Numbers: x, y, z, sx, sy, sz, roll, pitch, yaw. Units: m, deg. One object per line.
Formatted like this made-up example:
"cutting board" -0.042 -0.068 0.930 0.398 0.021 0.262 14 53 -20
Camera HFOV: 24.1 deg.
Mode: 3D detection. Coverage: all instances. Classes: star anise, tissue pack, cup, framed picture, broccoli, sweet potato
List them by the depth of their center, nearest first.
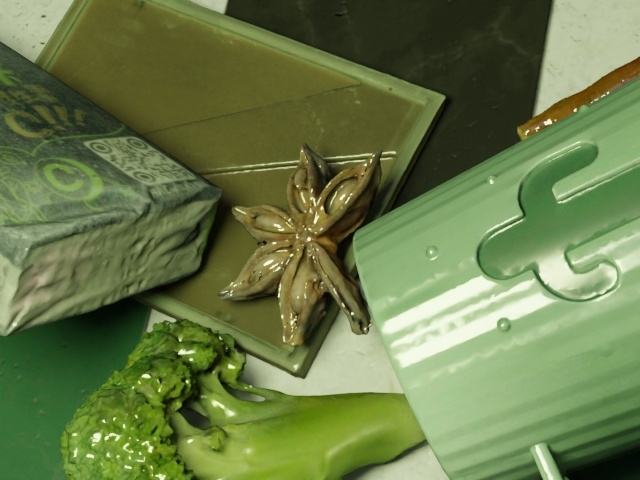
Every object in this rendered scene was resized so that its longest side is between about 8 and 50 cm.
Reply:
"cup" 0.261 0.055 1.235 0.392 0.310 0.401 -25 32 8
"broccoli" -0.101 0.197 1.379 0.254 0.186 0.302 41 42 24
"tissue pack" -0.327 -0.081 1.432 0.394 0.288 0.124 33 118 22
"star anise" -0.015 0.004 1.440 0.172 0.063 0.208 -6 69 29
"sweet potato" 0.317 -0.155 1.462 0.265 0.057 0.057 -22 65 2
"framed picture" -0.134 -0.086 1.560 0.446 0.028 0.326 24 75 21
